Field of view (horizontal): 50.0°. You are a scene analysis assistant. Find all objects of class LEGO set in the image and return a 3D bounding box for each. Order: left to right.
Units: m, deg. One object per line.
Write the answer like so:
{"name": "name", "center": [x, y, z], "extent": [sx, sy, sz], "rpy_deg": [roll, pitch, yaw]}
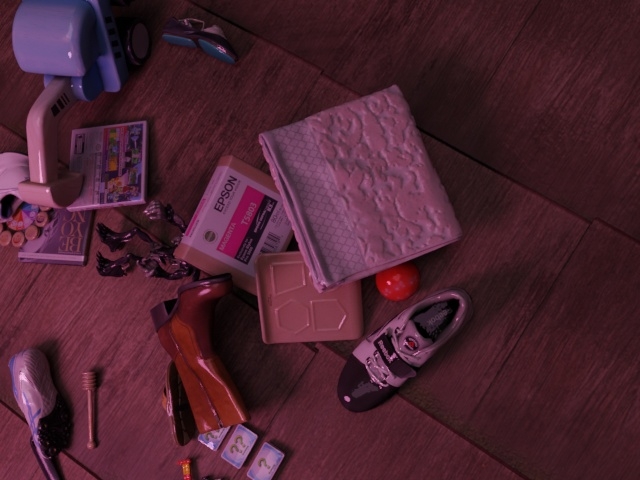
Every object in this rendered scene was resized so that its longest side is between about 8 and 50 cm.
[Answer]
{"name": "LEGO set", "center": [-0.209, 0.483, 1.364], "extent": [0.182, 0.060, 0.244], "rpy_deg": [29, 85, 18]}

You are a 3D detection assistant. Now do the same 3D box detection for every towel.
{"name": "towel", "center": [0.080, -0.104, 1.308], "extent": [0.316, 0.053, 0.332], "rpy_deg": [-21, 86, -17]}

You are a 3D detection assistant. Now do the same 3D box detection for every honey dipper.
{"name": "honey dipper", "center": [-0.490, 0.361, 1.456], "extent": [0.030, 0.030, 0.161], "rpy_deg": [-6, 81, 9]}

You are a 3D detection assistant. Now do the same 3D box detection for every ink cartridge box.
{"name": "ink cartridge box", "center": [-0.159, -0.028, 1.402], "extent": [0.193, 0.088, 0.235], "rpy_deg": [27, 83, -22]}

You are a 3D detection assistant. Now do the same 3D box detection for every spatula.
{"name": "spatula", "center": [-0.541, 0.539, 1.424], "extent": [0.084, 0.030, 0.297], "rpy_deg": [-30, 75, 3]}

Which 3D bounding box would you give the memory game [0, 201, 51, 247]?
{"name": "memory game", "center": [-0.692, -0.073, 1.577], "extent": [0.186, 0.012, 0.186], "rpy_deg": [-5, 75, 18]}

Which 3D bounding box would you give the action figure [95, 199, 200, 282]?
{"name": "action figure", "center": [-0.341, 0.013, 1.446], "extent": [0.275, 0.141, 0.164], "rpy_deg": [-5, 66, 11]}

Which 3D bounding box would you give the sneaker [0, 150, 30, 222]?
{"name": "sneaker", "center": [-0.770, -0.089, 1.548], "extent": [0.297, 0.111, 0.129], "rpy_deg": [-26, 75, 14]}

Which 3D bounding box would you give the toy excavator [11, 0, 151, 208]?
{"name": "toy excavator", "center": [-0.557, -0.354, 1.482], "extent": [0.222, 0.433, 0.445], "rpy_deg": [9, 45, 12]}

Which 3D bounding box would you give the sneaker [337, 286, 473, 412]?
{"name": "sneaker", "center": [0.153, 0.201, 1.315], "extent": [0.330, 0.146, 0.122], "rpy_deg": [-44, 76, 0]}

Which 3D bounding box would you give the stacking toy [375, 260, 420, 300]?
{"name": "stacking toy", "center": [0.100, -0.031, 1.385], "extent": [0.141, 0.141, 0.331], "rpy_deg": [-24, 80, 4]}

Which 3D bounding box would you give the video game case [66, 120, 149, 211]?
{"name": "video game case", "center": [-0.480, -0.170, 1.556], "extent": [0.183, 0.023, 0.202], "rpy_deg": [-6, 70, 7]}

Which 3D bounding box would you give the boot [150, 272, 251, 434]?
{"name": "boot", "center": [-0.209, 0.222, 1.316], "extent": [0.264, 0.096, 0.281], "rpy_deg": [-31, 79, 35]}

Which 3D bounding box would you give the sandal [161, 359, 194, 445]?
{"name": "sandal", "center": [-0.298, 0.330, 1.413], "extent": [0.049, 0.072, 0.180], "rpy_deg": [-12, 77, 36]}

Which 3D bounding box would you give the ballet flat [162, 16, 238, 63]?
{"name": "ballet flat", "center": [-0.269, -0.468, 1.572], "extent": [0.203, 0.074, 0.074], "rpy_deg": [22, 83, 16]}

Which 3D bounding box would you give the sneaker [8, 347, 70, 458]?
{"name": "sneaker", "center": [-0.601, 0.348, 1.457], "extent": [0.086, 0.085, 0.237], "rpy_deg": [-28, 76, 29]}

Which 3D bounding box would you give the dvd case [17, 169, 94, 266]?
{"name": "dvd case", "center": [-0.598, -0.055, 1.568], "extent": [0.164, 0.018, 0.222], "rpy_deg": [3, 79, 11]}

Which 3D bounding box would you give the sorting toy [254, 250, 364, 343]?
{"name": "sorting toy", "center": [-0.021, 0.111, 1.381], "extent": [0.208, 0.038, 0.193], "rpy_deg": [-5, 105, 2]}
